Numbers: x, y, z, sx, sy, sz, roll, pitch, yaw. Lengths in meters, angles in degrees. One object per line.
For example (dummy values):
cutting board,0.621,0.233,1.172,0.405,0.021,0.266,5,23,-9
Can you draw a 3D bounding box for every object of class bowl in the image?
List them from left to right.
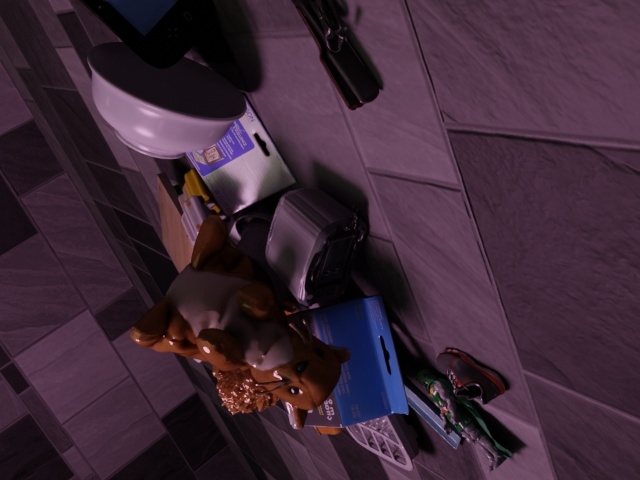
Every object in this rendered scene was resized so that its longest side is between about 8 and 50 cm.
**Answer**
bowl,-0.299,-0.246,1.405,0.298,0.298,0.134,41,122,27

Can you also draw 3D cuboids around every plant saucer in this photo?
plant saucer,0.232,0.369,1.626,0.192,0.018,0.067,43,155,26

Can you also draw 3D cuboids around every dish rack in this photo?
dish rack,0.107,0.380,1.811,0.285,0.072,0.333,7,129,61

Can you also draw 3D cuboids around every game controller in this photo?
game controller,-0.344,-0.462,1.328,0.319,0.166,0.067,43,-164,-18

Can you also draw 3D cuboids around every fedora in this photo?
fedora,-0.109,0.064,1.643,0.243,0.124,0.275,29,154,14

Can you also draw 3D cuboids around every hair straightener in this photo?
hair straightener,0.021,-0.302,1.079,0.230,0.047,0.089,63,156,-10

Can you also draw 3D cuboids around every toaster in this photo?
toaster,-0.013,0.000,1.408,0.146,0.129,0.227,41,130,33

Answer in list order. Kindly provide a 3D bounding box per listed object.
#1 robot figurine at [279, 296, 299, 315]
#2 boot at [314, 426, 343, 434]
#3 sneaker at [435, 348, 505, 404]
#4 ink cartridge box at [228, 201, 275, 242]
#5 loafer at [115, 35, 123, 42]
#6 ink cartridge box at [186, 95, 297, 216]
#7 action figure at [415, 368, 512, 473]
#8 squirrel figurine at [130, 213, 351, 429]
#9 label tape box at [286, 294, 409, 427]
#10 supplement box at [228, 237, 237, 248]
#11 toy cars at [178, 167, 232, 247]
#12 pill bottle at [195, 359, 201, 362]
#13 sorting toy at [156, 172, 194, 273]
robot figurine,-0.187,0.151,1.819,0.291,0.085,0.211,22,123,-10
boot,-0.049,0.385,1.916,0.211,0.104,0.295,62,163,-13
sneaker,0.255,0.247,1.353,0.158,0.065,0.061,19,139,53
ink cartridge box,-0.101,0.010,1.749,0.224,0.056,0.181,35,157,-3
loafer,-0.381,-0.480,1.469,0.130,0.134,0.366,-124,21,-46
ink cartridge box,-0.168,-0.174,1.553,0.208,0.045,0.206,-22,105,35
action figure,0.272,0.346,1.472,0.232,0.063,0.137,49,160,20
squirrel figurine,-0.128,0.205,1.509,0.370,0.281,0.397,29,159,11
label tape box,0.026,0.265,1.610,0.347,0.115,0.249,-21,82,60
supplement box,-0.198,0.075,1.882,0.233,0.080,0.078,45,164,-21
toy cars,-0.277,-0.059,1.714,0.176,0.087,0.394,63,-179,-23
pill bottle,-0.251,0.195,1.988,0.153,0.264,0.153,42,154,26
sorting toy,-0.347,-0.018,2.015,0.255,0.089,0.257,53,150,38
